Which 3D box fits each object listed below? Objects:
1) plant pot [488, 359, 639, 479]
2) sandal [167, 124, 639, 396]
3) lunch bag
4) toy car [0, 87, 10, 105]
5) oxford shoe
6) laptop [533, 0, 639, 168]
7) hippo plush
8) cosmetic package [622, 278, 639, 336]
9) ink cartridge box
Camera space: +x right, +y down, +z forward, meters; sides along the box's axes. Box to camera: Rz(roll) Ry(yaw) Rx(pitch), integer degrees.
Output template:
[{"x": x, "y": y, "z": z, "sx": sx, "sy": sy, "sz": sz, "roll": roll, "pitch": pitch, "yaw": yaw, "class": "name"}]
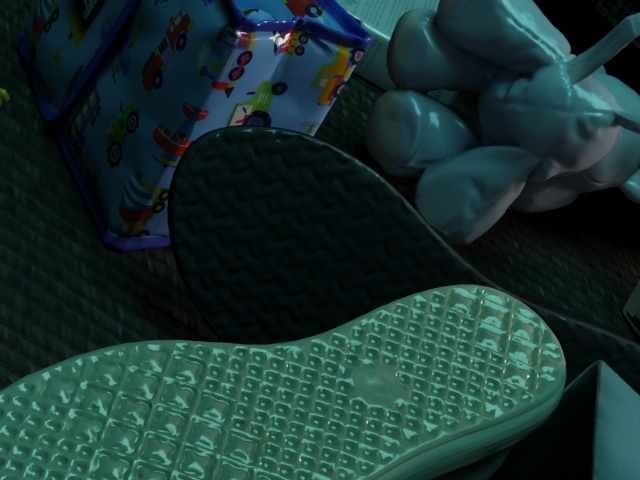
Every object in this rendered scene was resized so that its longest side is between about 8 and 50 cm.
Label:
[{"x": 0.215, "y": 0.237, "z": 1.195, "sx": 0.234, "sy": 0.165, "sz": 0.165, "roll": 38, "pitch": 26, "yaw": -9, "class": "plant pot"}, {"x": 0.067, "y": 0.064, "z": 1.367, "sx": 0.446, "sy": 0.167, "sz": 0.107, "roll": 32, "pitch": 1, "yaw": -18, "class": "sandal"}, {"x": -0.126, "y": -0.166, "z": 1.425, "sx": 0.138, "sy": 0.221, "sz": 0.293, "roll": 5, "pitch": 38, "yaw": -42, "class": "lunch bag"}, {"x": -0.299, "y": -0.137, "z": 1.383, "sx": 0.122, "sy": 0.060, "sz": 0.040, "roll": 29, "pitch": 59, "yaw": 7, "class": "toy car"}, {"x": -0.037, "y": 0.139, "z": 1.142, "sx": 0.449, "sy": 0.130, "sz": 0.169, "roll": -12, "pitch": 55, "yaw": -35, "class": "oxford shoe"}, {"x": 0.378, "y": -0.219, "z": 1.847, "sx": 0.236, "sy": 0.408, "sz": 0.382, "roll": 0, "pitch": 41, "yaw": -43, "class": "laptop"}, {"x": 0.208, "y": -0.134, "z": 1.690, "sx": 0.236, "sy": 0.294, "sz": 0.234, "roll": -2, "pitch": 70, "yaw": -61, "class": "hippo plush"}, {"x": 0.454, "y": 0.092, "z": 1.695, "sx": 0.296, "sy": 0.129, "sz": 0.153, "roll": 20, "pitch": 18, "yaw": -22, "class": "cosmetic package"}, {"x": 0.055, "y": -0.258, "z": 1.945, "sx": 0.239, "sy": 0.060, "sz": 0.275, "roll": 29, "pitch": 28, "yaw": -5, "class": "ink cartridge box"}]
